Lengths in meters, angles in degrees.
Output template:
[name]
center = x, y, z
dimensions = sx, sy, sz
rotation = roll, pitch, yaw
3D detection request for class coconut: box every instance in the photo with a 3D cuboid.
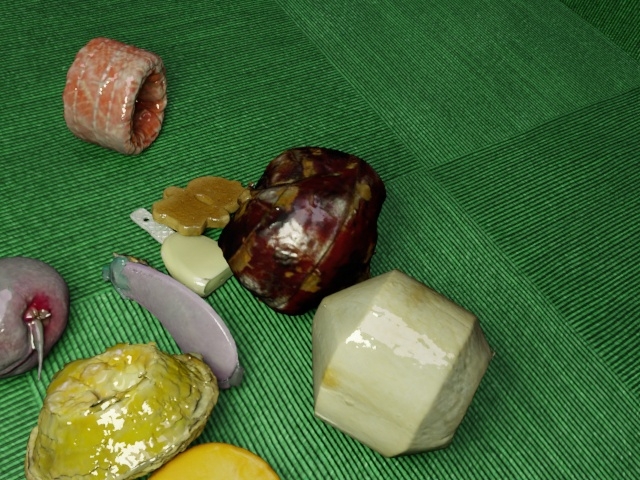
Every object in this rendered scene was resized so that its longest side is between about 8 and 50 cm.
[coconut]
center = 0.117, 0.202, 1.051
dimensions = 0.323, 0.323, 0.323
rotation = 6, 52, -8

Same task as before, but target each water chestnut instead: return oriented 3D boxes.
[water chestnut]
center = 0.000, 0.000, 1.182
dimensions = 0.347, 0.335, 0.335
rotation = 36, 52, -6

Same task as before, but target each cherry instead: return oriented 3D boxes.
[cherry]
center = -0.531, 0.125, 1.032
dimensions = 0.266, 0.183, 0.213
rotation = 13, 36, 14

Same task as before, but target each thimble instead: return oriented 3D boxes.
[thimble]
center = -0.447, -0.317, 1.361
dimensions = 0.162, 0.239, 0.239
rotation = 15, 51, 4

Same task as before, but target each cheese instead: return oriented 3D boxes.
[cheese]
center = -0.291, 0.011, 1.256
dimensions = 0.251, 0.054, 0.127
rotation = 36, 50, 16

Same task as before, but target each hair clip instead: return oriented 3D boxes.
[hair clip]
center = -0.265, 0.130, 1.135
dimensions = 0.359, 0.095, 0.110
rotation = 38, 85, 26

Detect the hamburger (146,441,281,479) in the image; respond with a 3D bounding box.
[hamburger]
center = -0.160, 0.425, 0.892
dimensions = 0.246, 0.170, 0.246
rotation = 14, 42, -13

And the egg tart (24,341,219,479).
[egg tart]
center = -0.311, 0.244, 0.944
dimensions = 0.315, 0.120, 0.315
rotation = -13, 23, 5

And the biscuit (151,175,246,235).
[biscuit]
center = -0.252, -0.078, 1.323
dimensions = 0.166, 0.036, 0.225
rotation = 23, 37, 15
